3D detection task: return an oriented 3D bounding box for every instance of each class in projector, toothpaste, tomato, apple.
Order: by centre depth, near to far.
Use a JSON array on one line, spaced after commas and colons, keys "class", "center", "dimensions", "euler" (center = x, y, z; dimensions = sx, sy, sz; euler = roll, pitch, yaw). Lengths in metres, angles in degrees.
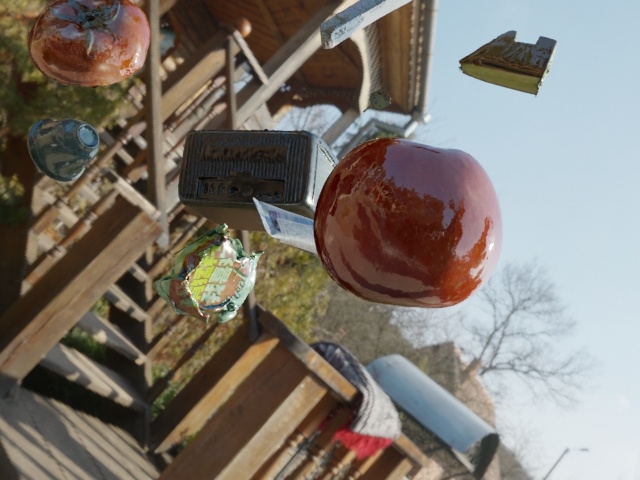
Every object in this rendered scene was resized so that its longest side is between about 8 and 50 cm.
[{"class": "apple", "center": [0.119, -0.024, 0.846], "dimensions": [0.260, 0.217, 0.260], "euler": [8, 4, -1]}, {"class": "tomato", "center": [-0.432, -0.395, 1.150], "dimensions": [0.236, 0.236, 0.095], "euler": [38, -33, 23]}, {"class": "toothpaste", "center": [0.000, 0.000, 1.194], "dimensions": [0.299, 0.073, 0.114], "euler": [22, 28, -34]}, {"class": "projector", "center": [-0.158, -0.168, 1.784], "dimensions": [0.394, 0.242, 0.405], "euler": [4, -9, 15]}]

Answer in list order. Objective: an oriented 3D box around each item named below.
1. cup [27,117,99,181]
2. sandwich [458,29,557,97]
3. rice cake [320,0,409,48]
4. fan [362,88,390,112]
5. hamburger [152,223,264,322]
[{"class": "cup", "center": [-0.738, -0.289, 1.821], "dimensions": [0.149, 0.199, 0.199], "euler": [-14, -45, 30]}, {"class": "sandwich", "center": [0.509, -0.487, 1.667], "dimensions": [0.235, 0.128, 0.122], "euler": [23, -13, 23]}, {"class": "rice cake", "center": [0.140, -0.632, 1.660], "dimensions": [0.056, 0.364, 0.073], "euler": [48, -17, 20]}, {"class": "fan", "center": [0.152, -0.380, 1.693], "dimensions": [0.056, 0.083, 0.004], "euler": [55, 11, 4]}, {"class": "hamburger", "center": [-0.301, 0.086, 1.635], "dimensions": [0.150, 0.261, 0.276], "euler": [28, -8, 37]}]
